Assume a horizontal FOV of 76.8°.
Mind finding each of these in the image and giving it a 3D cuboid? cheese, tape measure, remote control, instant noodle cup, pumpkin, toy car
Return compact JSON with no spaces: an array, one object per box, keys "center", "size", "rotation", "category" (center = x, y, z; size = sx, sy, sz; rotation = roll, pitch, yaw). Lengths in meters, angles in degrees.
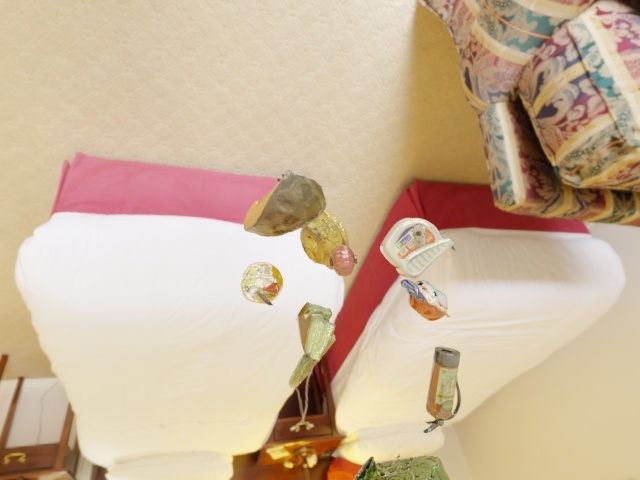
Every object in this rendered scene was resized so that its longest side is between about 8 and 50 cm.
[{"center":[0.423,0.237,1.650],"size":[0.129,0.217,0.329],"rotation":[-53,140,5],"category":"cheese"},{"center":[0.424,0.027,1.818],"size":[0.258,0.265,0.130],"rotation":[-42,-179,-3],"category":"tape measure"},{"center":[-0.196,0.203,1.402],"size":[0.039,0.096,0.014],"rotation":[33,88,-33],"category":"remote control"},{"center":[-0.317,0.231,2.092],"size":[0.216,0.215,0.172],"rotation":[5,163,-20],"category":"instant noodle cup"},{"center":[-0.101,-0.059,1.128],"size":[0.169,0.148,0.312],"rotation":[31,159,-19],"category":"pumpkin"},{"center":[0.335,-0.017,1.368],"size":[0.041,0.025,0.093],"rotation":[2,130,22],"category":"toy car"}]

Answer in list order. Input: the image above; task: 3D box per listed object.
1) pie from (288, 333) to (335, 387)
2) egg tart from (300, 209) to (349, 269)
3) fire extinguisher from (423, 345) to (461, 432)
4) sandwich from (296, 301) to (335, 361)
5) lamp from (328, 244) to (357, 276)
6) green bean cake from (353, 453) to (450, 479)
[{"center":[-0.047,0.556,1.860],"size":[0.323,0.071,0.323],"rotation":[-50,166,-17],"category":"pie"},{"center":[0.000,0.003,1.890],"size":[0.129,0.341,0.341],"rotation":[-27,147,-26],"category":"egg tart"},{"center":[0.565,0.670,1.791],"size":[0.201,0.113,0.375],"rotation":[8,94,-10],"category":"fire extinguisher"},{"center":[-0.019,0.365,1.641],"size":[0.122,0.235,0.128],"rotation":[26,110,-21],"category":"sandwich"},{"center":[0.075,0.067,1.344],"size":[0.093,0.107,0.107],"rotation":[-7,140,0],"category":"lamp"},{"center":[0.272,0.889,1.371],"size":[0.319,0.218,0.335],"rotation":[-30,179,32],"category":"green bean cake"}]
